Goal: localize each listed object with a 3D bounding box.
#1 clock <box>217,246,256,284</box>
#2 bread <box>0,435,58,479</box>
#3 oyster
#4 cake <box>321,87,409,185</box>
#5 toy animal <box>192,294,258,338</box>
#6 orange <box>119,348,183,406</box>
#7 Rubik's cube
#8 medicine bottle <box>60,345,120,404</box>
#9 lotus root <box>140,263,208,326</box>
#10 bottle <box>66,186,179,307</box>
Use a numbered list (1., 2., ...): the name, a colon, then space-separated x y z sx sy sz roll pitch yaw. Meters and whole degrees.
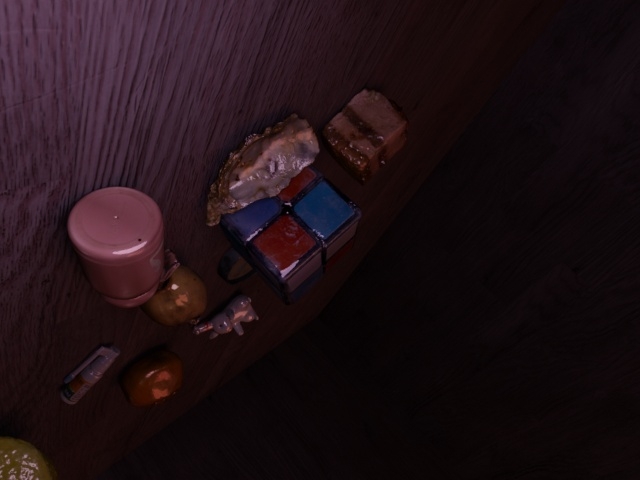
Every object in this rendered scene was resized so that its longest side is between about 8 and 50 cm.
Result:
1. clock: -0.266 0.060 1.645 0.280 0.055 0.280 -41 164 -14
2. bread: -0.946 0.754 1.233 0.348 0.348 0.308 -34 169 -33
3. oyster: -0.170 -0.209 1.133 0.396 0.111 0.204 -40 147 -15
4. cake: 0.168 -0.350 1.399 0.293 0.196 0.199 -43 163 -1
5. toy animal: -0.408 0.358 1.904 0.282 0.138 0.141 -41 134 -28
6. orange: -0.655 0.554 1.708 0.249 0.183 0.249 -41 166 -12
7. Rubik's cube: -0.095 -0.035 1.336 0.313 0.318 0.316 -42 166 -14
8. medicine bottle: -0.743 0.423 1.379 0.220 0.061 0.092 -45 146 0
9. lotus root: -0.432 0.148 1.237 0.183 0.183 0.310 -41 160 -13
10. bottle: -0.412 0.031 0.944 0.206 0.173 0.297 -26 157 -31
